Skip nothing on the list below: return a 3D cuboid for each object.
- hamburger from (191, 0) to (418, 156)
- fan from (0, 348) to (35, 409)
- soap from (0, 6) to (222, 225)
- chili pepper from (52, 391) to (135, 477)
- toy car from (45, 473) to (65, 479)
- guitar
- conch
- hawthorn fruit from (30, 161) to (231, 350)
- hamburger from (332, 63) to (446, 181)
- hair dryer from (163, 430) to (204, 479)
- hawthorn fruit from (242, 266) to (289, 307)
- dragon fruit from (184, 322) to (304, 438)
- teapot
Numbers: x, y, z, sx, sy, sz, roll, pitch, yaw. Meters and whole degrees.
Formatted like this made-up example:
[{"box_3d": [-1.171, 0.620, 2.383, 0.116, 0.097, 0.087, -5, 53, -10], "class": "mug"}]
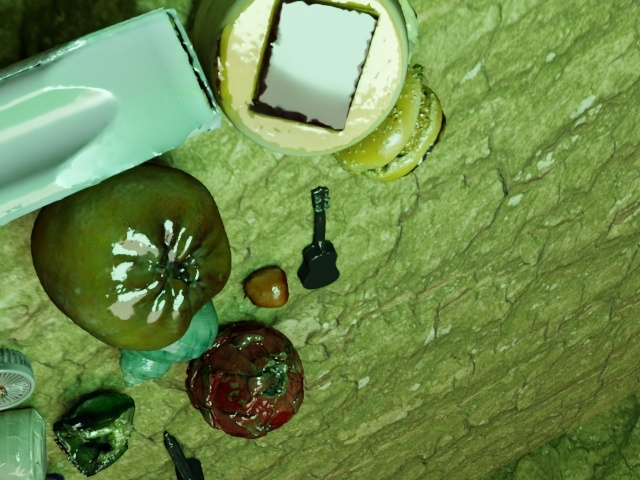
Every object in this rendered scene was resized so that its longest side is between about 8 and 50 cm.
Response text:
[{"box_3d": [-0.022, -0.253, 0.975, 0.302, 0.170, 0.302, -4, 124, -7], "class": "hamburger"}, {"box_3d": [-0.642, 0.265, 1.313, 0.244, 0.074, 0.130, -11, 141, -19], "class": "fan"}, {"box_3d": [-0.349, -0.119, 0.865, 0.446, 0.261, 0.156, -24, 105, -5], "class": "soap"}, {"box_3d": [-0.479, 0.397, 1.558, 0.148, 0.116, 0.264, -17, 144, -32], "class": "chili pepper"}, {"box_3d": [-0.664, 0.591, 1.626, 0.235, 0.172, 0.158, -11, 126, -27], "class": "toy car"}, {"box_3d": [0.001, 0.001, 1.418, 0.084, 0.038, 0.271, -17, 142, -16], "class": "guitar"}, {"box_3d": [-0.295, 0.186, 1.379, 0.202, 0.134, 0.196, -32, 142, 6], "class": "conch"}, {"box_3d": [-0.286, 0.008, 1.079, 0.268, 0.301, 0.268, -24, 124, -40], "class": "hawthorn fruit"}, {"box_3d": [0.086, -0.186, 1.139, 0.118, 0.191, 0.182, 32, 74, -40], "class": "hamburger"}, {"box_3d": [-0.347, 0.567, 1.829, 0.070, 0.128, 0.255, -21, 132, -7], "class": "hair dryer"}, {"box_3d": [-0.109, 0.095, 1.433, 0.093, 0.081, 0.081, -9, 142, -2], "class": "hawthorn fruit"}, {"box_3d": [-0.147, 0.287, 1.488, 0.244, 0.244, 0.299, -13, 179, -18], "class": "dragon fruit"}, {"box_3d": [-0.641, 0.412, 1.460, 0.178, 0.221, 0.163, -2, 98, -16], "class": "teapot"}]
